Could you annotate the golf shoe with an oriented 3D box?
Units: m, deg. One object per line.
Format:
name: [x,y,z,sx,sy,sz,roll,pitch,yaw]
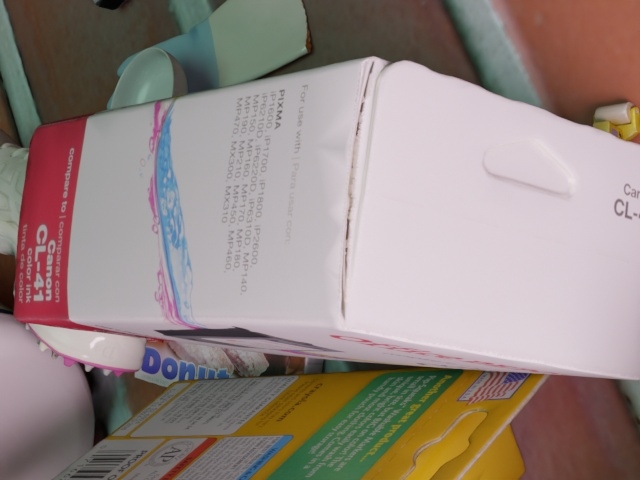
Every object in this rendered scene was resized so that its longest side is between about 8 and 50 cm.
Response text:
golf shoe: [-0.202,-0.028,1.071,0.306,0.115,0.140,45,112,38]

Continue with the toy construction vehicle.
toy construction vehicle: [0.152,-0.032,0.796,0.086,0.035,0.098,-1,85,43]

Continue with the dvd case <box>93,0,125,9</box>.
dvd case: [-0.162,-0.338,1.119,0.179,0.030,0.238,-40,61,33]

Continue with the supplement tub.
supplement tub: [-0.368,0.128,1.127,0.325,0.235,0.235,22,101,42]

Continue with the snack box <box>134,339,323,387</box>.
snack box: [-0.070,0.088,0.999,0.178,0.022,0.064,10,94,43]

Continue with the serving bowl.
serving bowl: [-0.126,-0.103,1.025,0.083,0.027,0.083,-21,61,44]

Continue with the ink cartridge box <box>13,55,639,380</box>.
ink cartridge box: [0.000,0.000,0.759,0.306,0.226,0.131,-1,80,51]

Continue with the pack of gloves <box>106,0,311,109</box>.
pack of gloves: [-0.097,-0.083,1.025,0.232,0.046,0.195,-26,70,38]

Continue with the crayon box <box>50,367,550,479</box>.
crayon box: [-0.024,0.161,0.815,0.323,0.203,0.083,-9,110,40]
